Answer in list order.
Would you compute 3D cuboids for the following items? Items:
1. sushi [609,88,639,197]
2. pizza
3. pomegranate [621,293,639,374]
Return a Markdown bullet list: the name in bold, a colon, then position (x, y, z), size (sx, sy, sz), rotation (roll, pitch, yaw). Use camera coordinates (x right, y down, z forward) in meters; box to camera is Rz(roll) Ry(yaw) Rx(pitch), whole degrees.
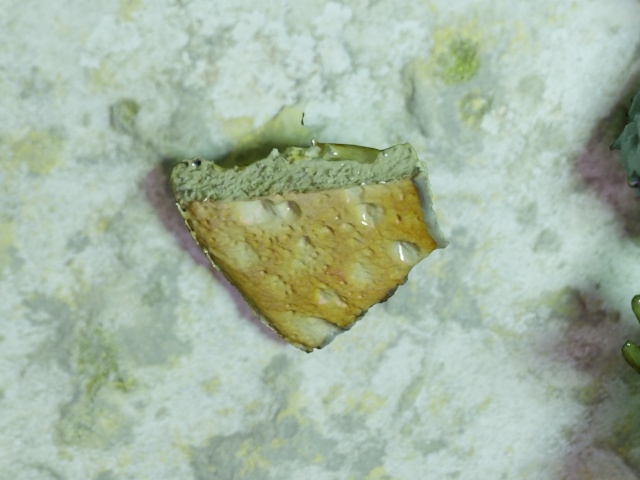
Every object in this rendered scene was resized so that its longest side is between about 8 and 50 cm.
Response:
- **sushi**: position (0.351, -0.097, 1.239), size (0.184, 0.139, 0.274), rotation (19, 109, -31)
- **pizza**: position (0.006, -0.005, 1.219), size (0.188, 0.080, 0.204), rotation (-9, 136, 13)
- **pomegranate**: position (0.386, 0.134, 1.350), size (0.358, 0.216, 0.309), rotation (34, 104, -23)
